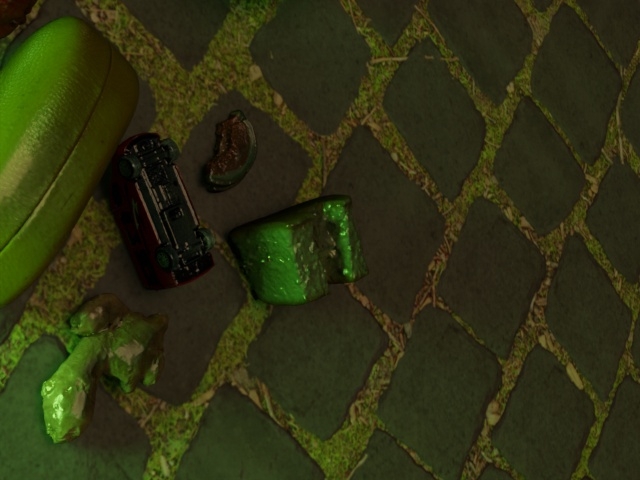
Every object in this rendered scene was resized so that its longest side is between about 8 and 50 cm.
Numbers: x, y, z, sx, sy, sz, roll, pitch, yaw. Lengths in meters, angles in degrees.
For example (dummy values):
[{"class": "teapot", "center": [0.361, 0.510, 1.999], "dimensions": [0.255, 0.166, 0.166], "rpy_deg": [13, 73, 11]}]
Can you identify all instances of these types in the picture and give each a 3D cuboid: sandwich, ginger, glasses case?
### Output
[{"class": "sandwich", "center": [0.000, 0.000, 1.780], "dimensions": [0.236, 0.128, 0.122], "rpy_deg": [-26, 107, -45]}, {"class": "ginger", "center": [-0.255, 0.155, 1.531], "dimensions": [0.133, 0.059, 0.214], "rpy_deg": [35, 56, -29]}, {"class": "sandwich", "center": [-0.121, -0.120, 1.753], "dimensions": [0.067, 0.029, 0.135], "rpy_deg": [38, 56, -34]}, {"class": "glasses case", "center": [-0.333, -0.101, 1.431], "dimensions": [0.141, 0.173, 0.371], "rpy_deg": [44, 53, -33]}]

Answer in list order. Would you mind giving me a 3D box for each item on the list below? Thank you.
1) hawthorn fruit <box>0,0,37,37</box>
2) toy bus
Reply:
[{"class": "hawthorn fruit", "center": [-0.395, -0.297, 1.457], "dimensions": [0.138, 0.133, 0.133], "rpy_deg": [41, 53, -11]}, {"class": "toy bus", "center": [-0.210, -0.037, 1.600], "dimensions": [0.081, 0.089, 0.195], "rpy_deg": [-31, 103, -45]}]
